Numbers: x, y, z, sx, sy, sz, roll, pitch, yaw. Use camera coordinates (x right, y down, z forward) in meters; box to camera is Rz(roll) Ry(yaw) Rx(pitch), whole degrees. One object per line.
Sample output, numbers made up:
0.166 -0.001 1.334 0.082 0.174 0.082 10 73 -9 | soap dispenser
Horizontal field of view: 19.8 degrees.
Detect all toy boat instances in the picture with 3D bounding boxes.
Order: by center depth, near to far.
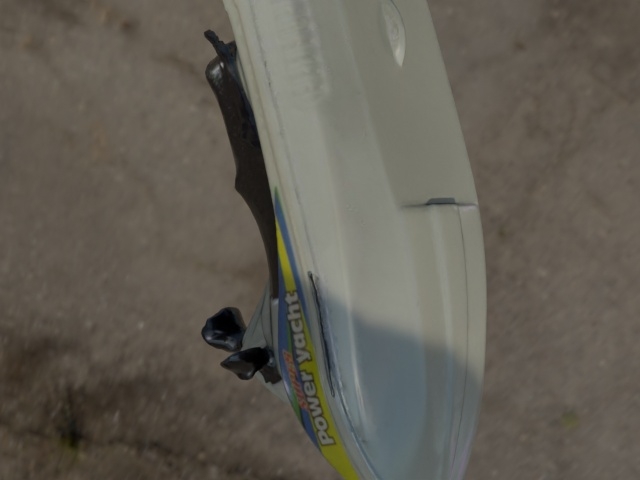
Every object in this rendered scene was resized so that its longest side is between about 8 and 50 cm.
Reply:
0.005 -0.006 0.862 0.141 0.141 0.269 -2 91 -18 | toy boat
